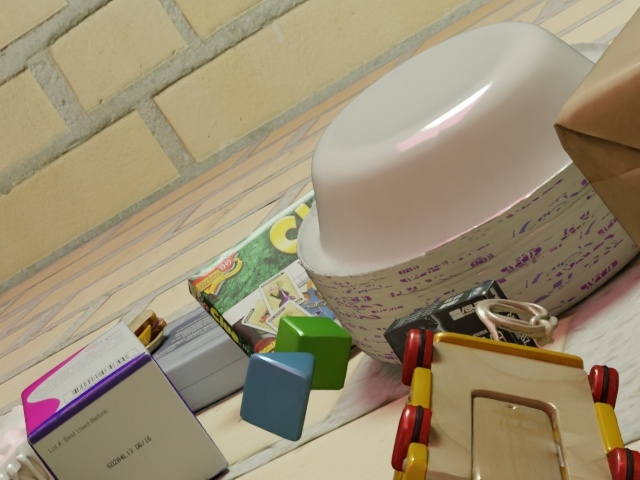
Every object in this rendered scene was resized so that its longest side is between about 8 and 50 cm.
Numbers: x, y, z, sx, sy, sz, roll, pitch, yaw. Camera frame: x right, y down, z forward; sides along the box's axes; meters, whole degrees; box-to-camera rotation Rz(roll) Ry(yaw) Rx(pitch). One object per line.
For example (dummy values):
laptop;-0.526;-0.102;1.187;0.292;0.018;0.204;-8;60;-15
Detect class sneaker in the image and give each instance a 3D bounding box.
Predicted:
sneaker;-0.297;0.232;1.340;0.235;0.090;0.095;-37;23;0

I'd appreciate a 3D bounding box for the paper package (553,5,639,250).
paper package;0.324;-0.120;0.781;0.309;0.168;0.325;-26;13;36

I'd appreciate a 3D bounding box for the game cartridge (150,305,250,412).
game cartridge;-0.067;0.082;1.381;0.294;0.060;0.196;-29;7;22

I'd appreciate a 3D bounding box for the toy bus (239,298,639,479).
toy bus;0.075;0.110;0.644;0.202;0.104;0.191;-2;20;-40

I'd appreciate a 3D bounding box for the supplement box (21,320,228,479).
supplement box;-0.164;0.149;1.184;0.111;0.114;0.220;-36;11;-8

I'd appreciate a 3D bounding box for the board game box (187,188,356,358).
board game box;0.031;0.007;1.235;0.260;0.136;0.030;-37;-32;-17

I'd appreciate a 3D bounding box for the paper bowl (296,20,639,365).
paper bowl;0.109;-0.052;1.075;0.284;0.148;0.284;-29;19;11

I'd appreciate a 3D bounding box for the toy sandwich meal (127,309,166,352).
toy sandwich meal;-0.187;0.100;1.433;0.085;0.029;0.085;-32;10;7

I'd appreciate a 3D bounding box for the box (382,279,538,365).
box;0.089;0.067;0.905;0.083;0.067;0.018;-24;13;38
